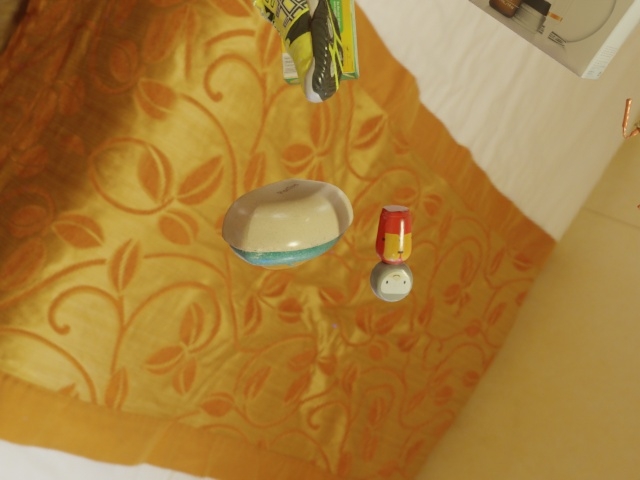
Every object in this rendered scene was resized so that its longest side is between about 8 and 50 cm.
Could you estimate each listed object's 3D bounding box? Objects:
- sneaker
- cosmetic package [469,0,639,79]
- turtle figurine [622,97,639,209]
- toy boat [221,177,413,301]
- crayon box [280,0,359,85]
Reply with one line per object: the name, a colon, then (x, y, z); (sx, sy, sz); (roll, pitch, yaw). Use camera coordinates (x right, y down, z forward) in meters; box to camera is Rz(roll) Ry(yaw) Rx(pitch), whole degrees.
sneaker: (-0.048, -0.442, 1.496); (0.145, 0.147, 0.384); (45, 35, -70)
cosmetic package: (0.355, -0.474, 1.181); (0.097, 0.377, 0.284); (-11, 138, -54)
turtle figurine: (0.709, -0.170, 1.519); (0.217, 0.087, 0.269); (-15, 87, -34)
toy boat: (0.000, 0.000, 1.217); (0.267, 0.318, 0.148); (-28, 125, -56)
crayon box: (-0.006, -0.498, 1.697); (0.081, 0.166, 0.278); (-15, 101, -81)
